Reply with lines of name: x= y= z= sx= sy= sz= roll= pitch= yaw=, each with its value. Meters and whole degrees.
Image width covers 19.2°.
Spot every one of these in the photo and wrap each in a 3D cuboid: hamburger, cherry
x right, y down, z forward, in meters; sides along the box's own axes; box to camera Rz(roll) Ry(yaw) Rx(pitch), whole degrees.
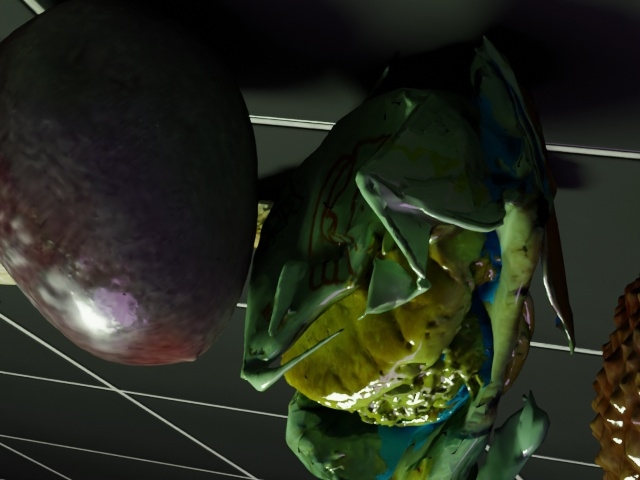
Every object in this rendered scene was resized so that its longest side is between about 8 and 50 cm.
hamburger: x=0.030 y=0.023 z=1.130 sx=0.150 sy=0.276 sz=0.260 roll=14 pitch=168 yaw=-34
cherry: x=-0.128 y=-0.045 z=1.176 sx=0.184 sy=0.266 sz=0.213 roll=-26 pitch=158 yaw=5

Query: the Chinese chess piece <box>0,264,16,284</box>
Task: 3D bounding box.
Chinese chess piece: x=-0.294 y=-0.059 z=1.416 sx=0.270 sy=0.112 sz=0.270 roll=12 pitch=163 yaw=4

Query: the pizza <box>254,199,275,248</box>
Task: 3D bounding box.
pizza: x=0.000 y=0.000 z=1.452 sx=0.181 sy=0.034 sz=0.262 roll=19 pitch=176 yaw=1

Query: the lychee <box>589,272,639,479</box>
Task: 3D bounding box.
lychee: x=0.298 y=0.099 z=1.246 sx=0.268 sy=0.267 sz=0.267 roll=12 pitch=164 yaw=4
